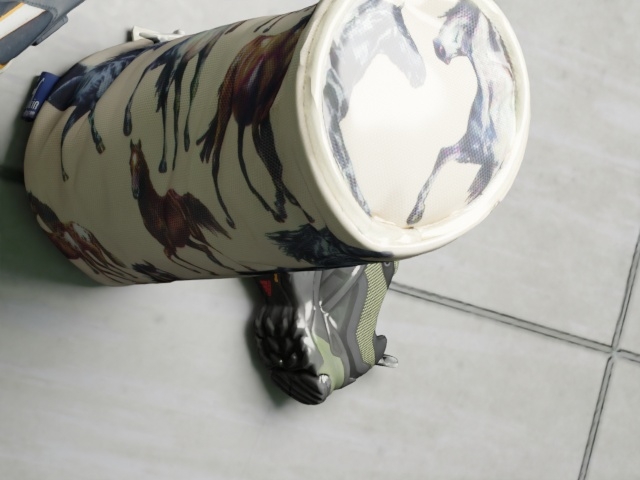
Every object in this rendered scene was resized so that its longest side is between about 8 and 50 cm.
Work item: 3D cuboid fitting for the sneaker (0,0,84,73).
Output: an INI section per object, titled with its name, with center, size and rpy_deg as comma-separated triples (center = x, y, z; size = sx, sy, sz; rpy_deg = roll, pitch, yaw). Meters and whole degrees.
[sneaker]
center = -0.196, -0.200, 1.215
size = 0.126, 0.127, 0.321
rpy_deg = 44, 43, 10

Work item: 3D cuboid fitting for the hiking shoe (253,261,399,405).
[hiking shoe]
center = 0.000, 0.000, 1.367
size = 0.114, 0.086, 0.227
rpy_deg = -20, 109, -41

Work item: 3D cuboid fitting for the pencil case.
[pencil case]
center = -0.040, -0.069, 1.141
size = 0.160, 0.410, 0.184
rpy_deg = 2, 86, -31
